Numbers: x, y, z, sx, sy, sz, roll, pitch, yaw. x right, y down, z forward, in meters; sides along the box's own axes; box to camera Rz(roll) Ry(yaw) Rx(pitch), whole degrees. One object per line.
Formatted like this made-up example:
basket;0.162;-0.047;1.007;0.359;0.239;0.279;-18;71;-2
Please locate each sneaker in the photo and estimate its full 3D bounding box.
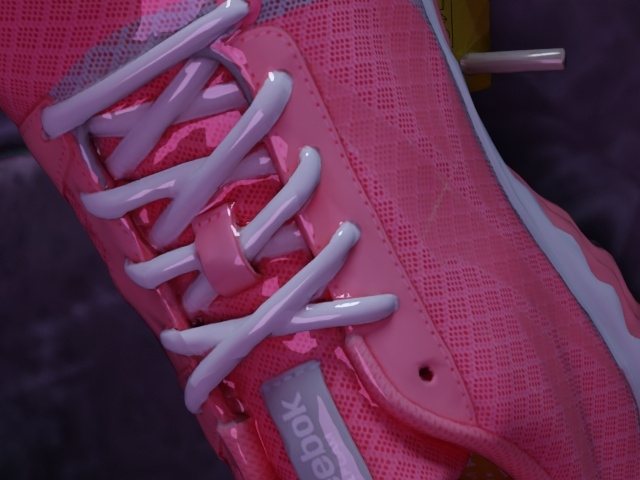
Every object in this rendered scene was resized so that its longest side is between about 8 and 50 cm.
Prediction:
sneaker;0.001;0.000;0.471;0.116;0.136;0.314;-29;121;23

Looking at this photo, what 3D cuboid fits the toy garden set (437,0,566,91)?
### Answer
toy garden set;0.080;-0.135;0.526;0.244;0.049;0.204;-2;101;11
